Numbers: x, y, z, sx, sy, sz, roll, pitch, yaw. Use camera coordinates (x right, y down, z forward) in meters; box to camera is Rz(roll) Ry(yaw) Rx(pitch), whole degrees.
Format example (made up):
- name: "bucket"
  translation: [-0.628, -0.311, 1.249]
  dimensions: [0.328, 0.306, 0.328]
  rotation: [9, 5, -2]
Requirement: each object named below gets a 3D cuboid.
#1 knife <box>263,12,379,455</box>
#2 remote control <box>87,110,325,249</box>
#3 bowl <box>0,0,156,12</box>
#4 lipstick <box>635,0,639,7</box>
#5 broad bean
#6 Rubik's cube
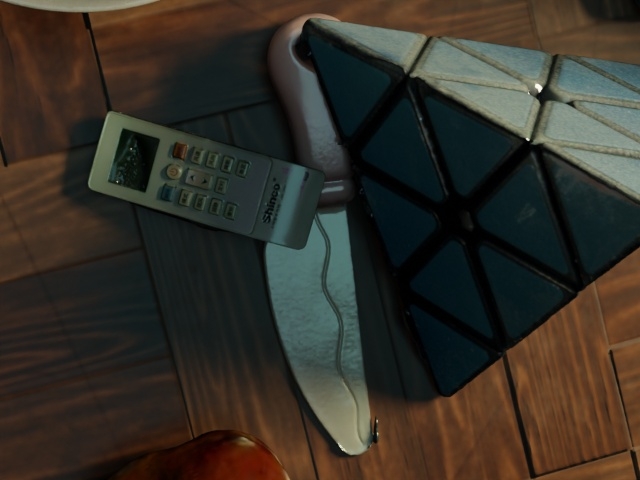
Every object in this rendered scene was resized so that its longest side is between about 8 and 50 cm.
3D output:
- name: "knife"
  translation: [-0.003, 0.000, 1.122]
  dimensions: [0.081, 0.043, 0.336]
  rotation: [-3, 94, -4]
- name: "remote control"
  translation: [-0.084, -0.042, 1.098]
  dimensions: [0.166, 0.029, 0.065]
  rotation: [16, 95, 5]
- name: "bowl"
  translation: [-0.172, -0.318, 1.022]
  dimensions: [0.345, 0.157, 0.345]
  rotation: [0, 92, -9]
- name: "lipstick"
  translation: [0.188, -0.310, 1.139]
  dimensions: [0.051, 0.051, 0.312]
  rotation: [-37, 95, -6]
- name: "broad bean"
  translation: [-0.111, 0.236, 1.068]
  dimensions: [0.228, 0.122, 0.156]
  rotation: [-40, 100, -10]
- name: "Rubik's cube"
  translation: [0.138, -0.044, 1.075]
  dimensions: [0.233, 0.229, 0.228]
  rotation: [-16, 63, 19]
